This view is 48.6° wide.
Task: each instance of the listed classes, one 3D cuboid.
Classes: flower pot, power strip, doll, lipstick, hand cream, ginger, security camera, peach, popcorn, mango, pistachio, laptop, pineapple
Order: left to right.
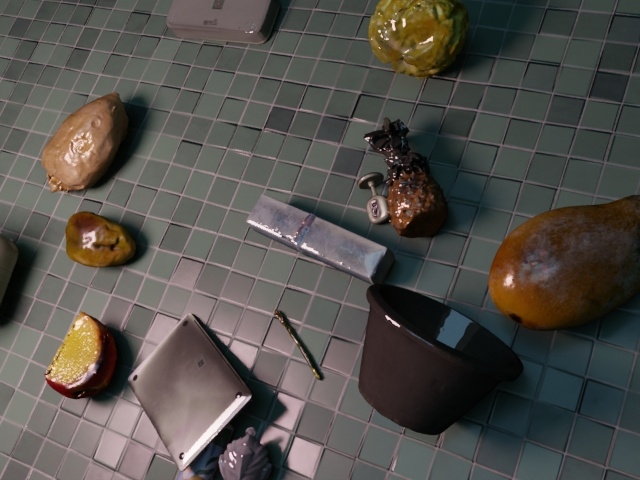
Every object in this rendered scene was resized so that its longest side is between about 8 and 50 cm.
[{"bbox_3d":[-0.467,0.234,1.409,0.127,0.092,0.172,-11,54,11],"label":"peach"},{"bbox_3d":[-0.521,-0.215,1.586,0.138,0.152,0.267,38,80,-1],"label":"ginger"},{"bbox_3d":[-0.483,0.001,1.502,0.190,0.100,0.110,21,74,25],"label":"pistachio"},{"bbox_3d":[-0.251,0.272,1.319,0.187,0.015,0.269,-47,47,-1],"label":"laptop"},{"bbox_3d":[-0.218,0.421,1.269,0.088,0.055,0.255,20,83,33],"label":"hand cream"},{"bbox_3d":[-0.218,-0.559,1.651,0.265,0.059,0.193,12,78,24],"label":"power strip"},{"bbox_3d":[-0.135,0.413,1.227,0.094,0.079,0.180,8,85,7],"label":"doll"},{"bbox_3d":[0.000,0.000,1.336,0.290,0.077,0.076,25,79,26],"label":"lipstick"},{"bbox_3d":[0.106,-0.077,1.344,0.058,0.058,0.092,-22,67,11],"label":"security camera"},{"bbox_3d":[0.154,-0.125,1.308,0.111,0.119,0.237,-17,62,-1],"label":"pineapple"},{"bbox_3d":[0.184,-0.415,1.389,0.198,0.212,0.197,-1,94,-17],"label":"popcorn"},{"bbox_3d":[0.165,0.198,1.127,0.269,0.269,0.166,32,106,28],"label":"flower pot"},{"bbox_3d":[0.420,0.030,1.140,0.317,0.146,0.192,-26,63,-7],"label":"mango"}]

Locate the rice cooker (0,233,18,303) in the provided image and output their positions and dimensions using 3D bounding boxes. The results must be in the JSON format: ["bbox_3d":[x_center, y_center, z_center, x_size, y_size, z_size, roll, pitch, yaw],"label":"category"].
[{"bbox_3d":[-0.789,0.076,1.521,0.226,0.226,0.244,6,74,22],"label":"rice cooker"}]

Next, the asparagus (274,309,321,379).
[{"bbox_3d":[-0.042,0.191,1.312,0.016,0.013,0.166,-32,62,-6],"label":"asparagus"}]
